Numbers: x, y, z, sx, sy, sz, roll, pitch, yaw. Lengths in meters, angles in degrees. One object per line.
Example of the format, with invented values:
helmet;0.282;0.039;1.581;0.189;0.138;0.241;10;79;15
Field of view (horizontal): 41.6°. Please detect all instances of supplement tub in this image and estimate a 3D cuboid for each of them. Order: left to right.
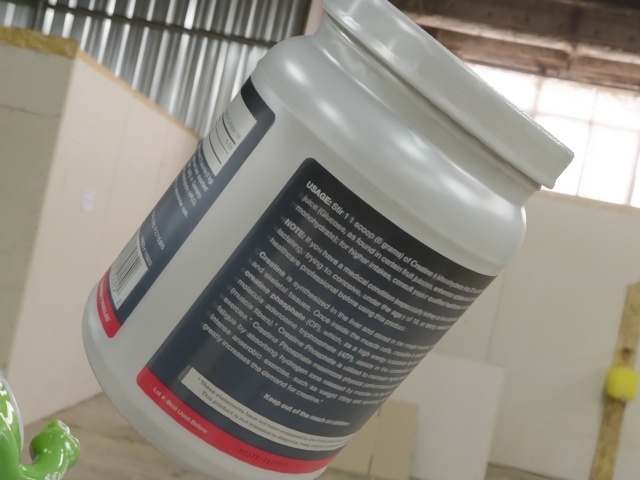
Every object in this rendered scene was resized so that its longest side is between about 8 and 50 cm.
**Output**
supplement tub;0.000;0.000;0.518;0.191;0.272;0.191;36;16;-12

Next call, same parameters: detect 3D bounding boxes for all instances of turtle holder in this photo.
turtle holder;-0.513;0.259;1.169;0.321;0.243;0.227;-7;25;-10
